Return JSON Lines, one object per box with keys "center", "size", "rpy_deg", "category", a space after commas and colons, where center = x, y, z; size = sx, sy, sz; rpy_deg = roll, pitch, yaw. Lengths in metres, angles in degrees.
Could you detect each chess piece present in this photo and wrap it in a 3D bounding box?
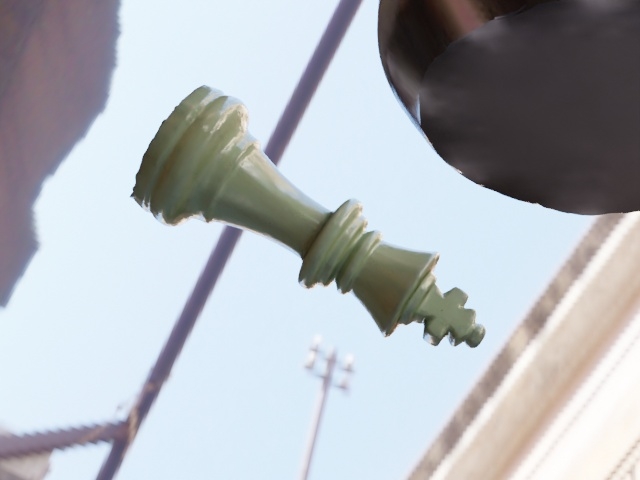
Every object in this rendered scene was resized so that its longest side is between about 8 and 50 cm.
{"center": [0.000, 0.000, 0.764], "size": [0.149, 0.059, 0.059], "rpy_deg": [33, -64, 10], "category": "chess piece"}

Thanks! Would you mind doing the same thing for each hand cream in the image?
{"center": [0.103, -0.172, 0.602], "size": [0.185, 0.359, 0.118], "rpy_deg": [-20, -47, 36], "category": "hand cream"}
